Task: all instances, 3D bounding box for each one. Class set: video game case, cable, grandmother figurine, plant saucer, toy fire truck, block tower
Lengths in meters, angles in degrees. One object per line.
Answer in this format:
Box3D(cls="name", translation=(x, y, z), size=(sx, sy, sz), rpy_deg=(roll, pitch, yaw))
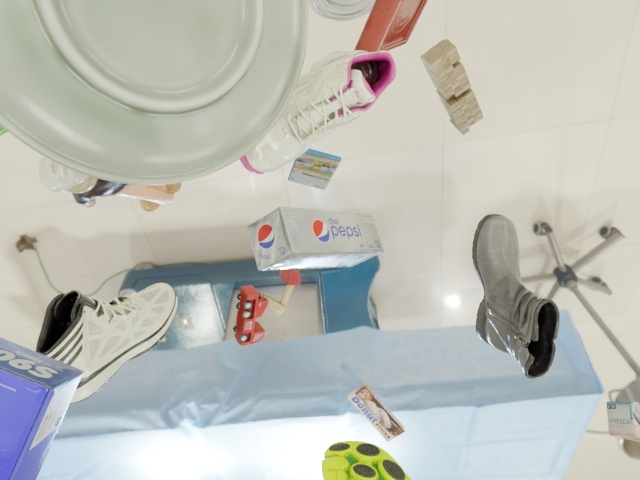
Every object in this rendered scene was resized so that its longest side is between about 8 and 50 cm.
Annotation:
Box3D(cls="video game case", translation=(-0.021, -0.204, 1.287), size=(0.119, 0.015, 0.166), rpy_deg=(14, 154, -10))
Box3D(cls="cable", translation=(0.068, -0.710, 1.172), size=(0.257, 0.089, 0.257), rpy_deg=(-20, 148, 20))
Box3D(cls="grandmother figurine", translation=(-0.413, -0.126, 0.910), size=(0.208, 0.342, 0.104), rpy_deg=(-45, 83, 10))
Box3D(cls="plant saucer", translation=(-0.175, -0.248, 0.468), size=(0.400, 0.100, 0.401), rpy_deg=(-11, 112, -27))
Box3D(cls="toy fire truck", translation=(-0.124, 0.147, 1.036), size=(0.135, 0.047, 0.192), rpy_deg=(-4, 115, -32))
Box3D(cls="block tower", translation=(0.435, -0.498, 1.469), size=(0.097, 0.091, 0.335), rpy_deg=(-33, 139, 12))
Box3D(cls="plant saucer", translation=(0.188, -0.529, 0.991), size=(0.047, 0.258, 0.259), rpy_deg=(35, 130, 9))

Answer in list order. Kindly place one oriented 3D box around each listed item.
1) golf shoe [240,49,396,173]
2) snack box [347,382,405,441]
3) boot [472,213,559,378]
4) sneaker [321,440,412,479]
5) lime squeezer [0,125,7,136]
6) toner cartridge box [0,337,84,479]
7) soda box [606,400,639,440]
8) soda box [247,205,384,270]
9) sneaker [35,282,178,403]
Box3D(cls="golf shoe", translation=(-0.002, -0.216, 0.710), size=(0.306, 0.140, 0.115), rpy_deg=(-47, 122, -22))
Box3D(cls="snack box", translation=(0.157, 0.483, 1.258), size=(0.064, 0.022, 0.178), rpy_deg=(-39, 97, 17))
Box3D(cls="boot", translation=(0.447, 0.112, 1.006), size=(0.118, 0.223, 0.338), rpy_deg=(-8, 98, -7))
Box3D(cls="sneaker", translation=(0.127, 0.420, 0.687), size=(0.295, 0.109, 0.123), rpy_deg=(25, 130, 15))
Box3D(cls="lime squeezer", translation=(-0.326, -0.210, 0.614), size=(0.310, 0.110, 0.059), rpy_deg=(-35, 103, -7))
Box3D(cls="toner cartridge box", translation=(-0.458, 0.155, 0.470), size=(0.347, 0.075, 0.165), rpy_deg=(24, 86, -2))
Box3D(cls="soda box", translation=(0.622, 0.340, 0.819), size=(0.183, 0.063, 0.058), rpy_deg=(14, 157, -11))
Box3D(cls="soda box", translation=(0.000, 0.000, 0.889), size=(0.098, 0.091, 0.286), rpy_deg=(-28, 162, 37))
Box3D(cls="sneaker", translation=(-0.579, 0.211, 1.263), size=(0.169, 0.447, 0.258), rpy_deg=(16, 128, 19))
